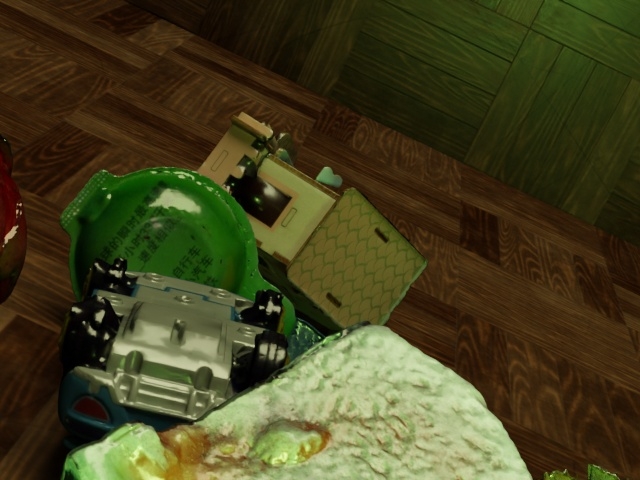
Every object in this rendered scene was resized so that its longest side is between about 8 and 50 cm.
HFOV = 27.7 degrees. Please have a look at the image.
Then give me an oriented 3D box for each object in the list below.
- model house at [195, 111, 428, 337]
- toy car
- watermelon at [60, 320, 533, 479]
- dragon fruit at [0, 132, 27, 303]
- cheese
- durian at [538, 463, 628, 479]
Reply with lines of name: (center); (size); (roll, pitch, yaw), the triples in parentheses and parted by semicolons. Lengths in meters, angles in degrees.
model house: (0.000, 0.000, 1.544); (0.244, 0.169, 0.326); (35, -12, 20)
toy car: (-0.138, 0.121, 1.188); (0.198, 0.166, 0.314); (14, 10, -7)
watermelon: (0.026, 0.149, 0.759); (0.289, 0.214, 0.320); (6, -17, 38)
dragon fruit: (-0.388, -0.015, 1.071); (0.277, 0.278, 0.342); (27, 16, 2)
cheese: (-0.133, 0.052, 1.387); (0.320, 0.204, 0.083); (40, -9, -14)
durian: (0.217, 0.331, 1.162); (0.237, 0.138, 0.193); (-38, 55, -24)
